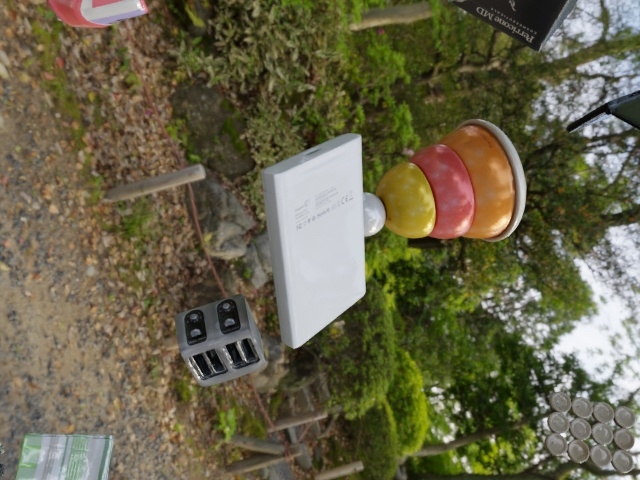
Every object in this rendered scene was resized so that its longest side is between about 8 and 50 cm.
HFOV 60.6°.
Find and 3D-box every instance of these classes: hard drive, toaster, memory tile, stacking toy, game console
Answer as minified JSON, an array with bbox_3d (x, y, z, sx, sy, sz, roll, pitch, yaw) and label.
[{"bbox_3d":[0.000,0.000,1.035,0.047,0.233,0.352,19,-54,36],"label":"hard drive"},{"bbox_3d":[-0.226,0.232,1.250,0.110,0.168,0.185,-111,-174,-48],"label":"toaster"},{"bbox_3d":[0.468,0.332,0.951,0.012,0.148,0.113,88,16,-65],"label":"memory tile"},{"bbox_3d":[0.269,-0.122,1.495,0.351,0.480,0.350,166,-90,-75],"label":"stacking toy"},{"bbox_3d":[0.411,-0.156,0.719,0.071,0.122,0.107,65,-28,6],"label":"game console"}]

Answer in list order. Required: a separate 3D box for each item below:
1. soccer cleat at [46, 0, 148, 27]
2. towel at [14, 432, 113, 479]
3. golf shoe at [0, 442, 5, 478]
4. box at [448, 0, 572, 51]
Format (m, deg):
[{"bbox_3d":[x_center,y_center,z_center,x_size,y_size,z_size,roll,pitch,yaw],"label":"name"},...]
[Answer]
[{"bbox_3d":[-0.167,-0.289,0.469,0.083,0.095,0.247,66,30,-68],"label":"soccer cleat"},{"bbox_3d":[-0.457,0.403,0.975,0.023,0.152,0.113,128,-33,-61],"label":"towel"},{"bbox_3d":[-0.636,0.469,0.955,0.272,0.120,0.105,-121,-168,-52],"label":"golf shoe"},{"bbox_3d":[0.422,-0.762,1.182,0.480,0.297,0.471,35,-14,11],"label":"box"}]
